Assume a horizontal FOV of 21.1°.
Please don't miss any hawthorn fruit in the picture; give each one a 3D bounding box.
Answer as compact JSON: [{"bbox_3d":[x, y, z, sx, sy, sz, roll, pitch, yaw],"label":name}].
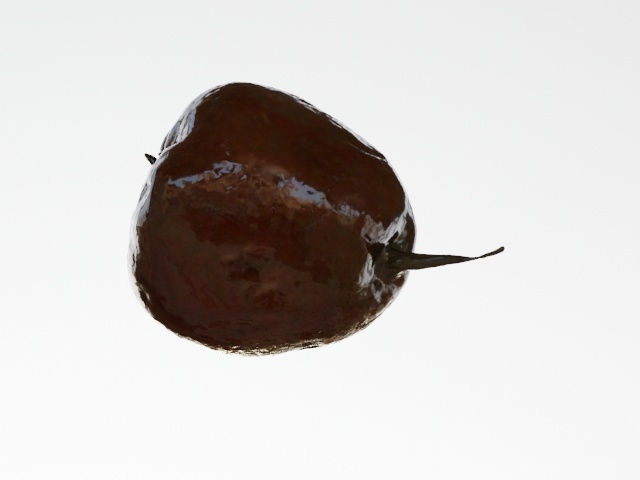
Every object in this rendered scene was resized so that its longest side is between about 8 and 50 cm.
[{"bbox_3d":[-0.017,0.006,0.899,0.189,0.149,0.149,41,-30,18],"label":"hawthorn fruit"}]
